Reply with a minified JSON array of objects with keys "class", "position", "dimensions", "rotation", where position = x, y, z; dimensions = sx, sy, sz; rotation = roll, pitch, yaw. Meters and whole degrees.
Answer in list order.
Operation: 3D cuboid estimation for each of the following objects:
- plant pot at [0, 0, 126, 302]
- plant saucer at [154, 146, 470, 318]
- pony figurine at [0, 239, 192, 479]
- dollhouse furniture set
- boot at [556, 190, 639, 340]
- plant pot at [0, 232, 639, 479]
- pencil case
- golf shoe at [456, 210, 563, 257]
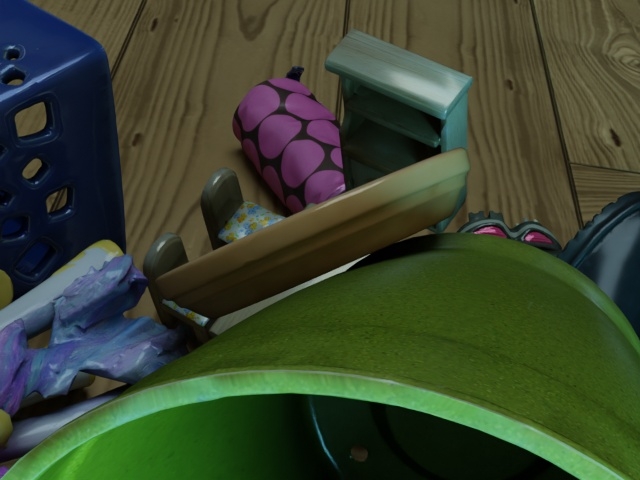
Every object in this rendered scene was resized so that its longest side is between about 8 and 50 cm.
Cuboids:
[{"class":"plant pot","position":[-0.308,-0.057,0.948],"dimensions":[0.236,0.236,0.212],"rotation":[30,46,29]},{"class":"plant saucer","position":[0.000,0.000,0.732],"dimensions":[0.200,0.037,0.200],"rotation":[-23,0,0]},{"class":"pony figurine","position":[-0.255,0.117,0.710],"dimensions":[0.363,0.303,0.351],"rotation":[-22,13,-33]},{"class":"dollhouse furniture set","position":[0.011,-0.014,0.947],"dimensions":[0.212,0.161,0.242],"rotation":[26,61,22]},{"class":"boot","position":[0.236,0.104,0.893],"dimensions":[0.246,0.094,0.207],"rotation":[-46,55,-11]},{"class":"plant pot","position":[0.054,0.162,0.647],"dimensions":[0.366,0.366,0.353],"rotation":[16,22,10]},{"class":"pencil case","position":[-0.003,-0.077,1.170],"dimensions":[0.098,0.095,0.209],"rotation":[4,34,-32]},{"class":"golf shoe","position":[0.240,0.048,1.056],"dimensions":[0.273,0.105,0.120],"rotation":[-1,52,-6]}]
